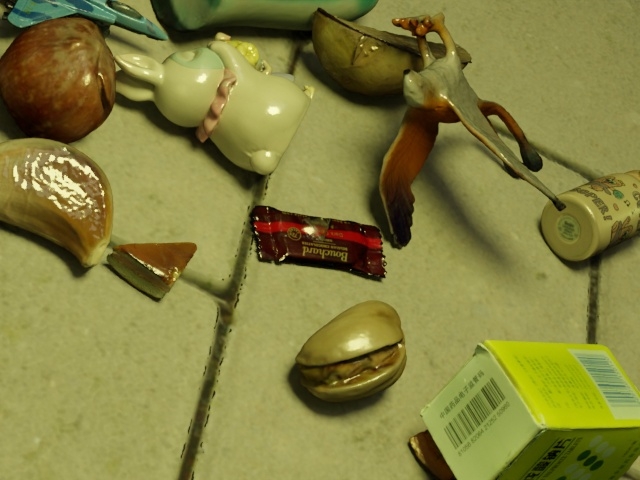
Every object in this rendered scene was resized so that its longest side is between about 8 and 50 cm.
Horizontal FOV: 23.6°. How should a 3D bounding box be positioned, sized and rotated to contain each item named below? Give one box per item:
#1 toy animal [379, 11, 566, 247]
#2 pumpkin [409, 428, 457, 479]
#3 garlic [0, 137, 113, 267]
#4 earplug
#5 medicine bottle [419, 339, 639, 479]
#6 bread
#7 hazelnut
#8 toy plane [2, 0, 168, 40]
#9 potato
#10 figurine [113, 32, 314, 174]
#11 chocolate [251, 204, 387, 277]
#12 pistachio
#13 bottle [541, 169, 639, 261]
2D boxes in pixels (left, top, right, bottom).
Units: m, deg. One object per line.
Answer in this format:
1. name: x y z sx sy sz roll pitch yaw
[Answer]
1. toy animal: 0.197 -0.172 1.996 0.302 0.225 0.284 67 28 -16
2. pumpkin: 0.161 0.245 1.803 0.101 0.035 0.073 -16 69 -43
3. garlic: -0.321 -0.052 1.689 0.198 0.090 0.128 22 59 -23
4. earplug: -0.051 -0.355 2.063 0.324 0.185 0.185 1 55 -42
5. medicine bottle: 0.259 0.209 1.778 0.250 0.137 0.141 7 42 -44
6. bread: -0.185 0.034 1.736 0.109 0.043 0.062 0 55 -35
7. hazelnut: -0.301 -0.189 1.774 0.143 0.143 0.154 17 47 -21
8. toy plane: -0.306 -0.295 1.898 0.246 0.078 0.169 26 45 -22
9. potato: 0.100 -0.227 2.075 0.261 0.100 0.120 8 25 -39
10. figurine: -0.135 -0.191 1.893 0.236 0.127 0.155 30 63 -6
11. chocolate: 0.000 0.000 1.897 0.183 0.028 0.086 13 53 -27
12. pistachio: 0.038 0.129 1.769 0.149 0.113 0.113 -15 65 -32
13. bottle: 0.410 -0.048 2.145 0.209 0.110 0.097 -22 63 -42
